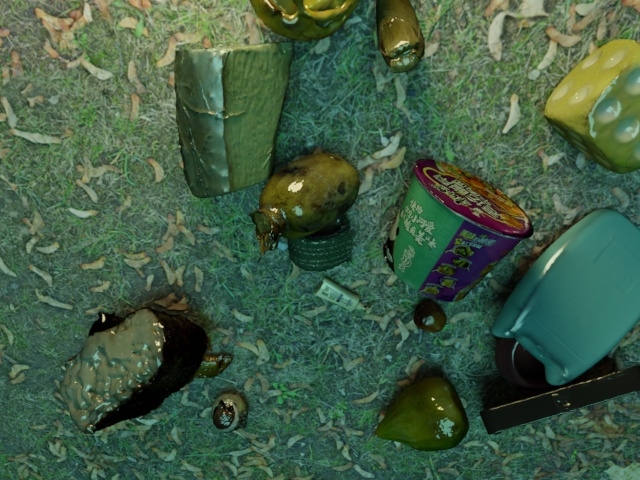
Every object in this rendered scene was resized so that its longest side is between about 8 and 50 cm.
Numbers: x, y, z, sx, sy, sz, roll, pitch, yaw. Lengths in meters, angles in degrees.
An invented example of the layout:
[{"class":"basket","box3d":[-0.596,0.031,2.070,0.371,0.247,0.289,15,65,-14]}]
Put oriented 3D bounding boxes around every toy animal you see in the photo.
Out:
[{"class":"toy animal","box3d":[-0.233,0.469,1.187,0.098,0.098,0.137,-17,111,11]}]

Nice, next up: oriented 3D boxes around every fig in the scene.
[{"class":"fig","box3d":[0.260,0.434,1.111,0.167,0.167,0.233,29,135,-8]}]

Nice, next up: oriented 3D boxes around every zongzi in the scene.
[{"class":"zongzi","box3d":[0.127,-0.379,0.770,0.079,0.160,0.176,-15,112,15]}]

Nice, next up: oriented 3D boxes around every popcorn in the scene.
[{"class":"popcorn","box3d":[-0.020,-0.461,0.731,0.251,0.190,0.249,0,103,1]}]

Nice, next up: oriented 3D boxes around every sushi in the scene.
[{"class":"sushi","box3d":[-0.436,0.283,1.064,0.349,0.208,0.234,-35,66,16]}]

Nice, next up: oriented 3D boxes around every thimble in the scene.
[{"class":"thimble","box3d":[-0.002,-0.001,0.958,0.135,0.118,0.090,-9,128,-10]}]

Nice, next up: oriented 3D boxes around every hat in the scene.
[{"class":"hat","box3d":[0.500,0.252,1.045,0.206,0.089,0.205,0,101,-2]}]

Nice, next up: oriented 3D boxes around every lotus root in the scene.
[{"class":"lotus root","box3d":[-0.040,-0.075,0.862,0.154,0.278,0.154,33,143,28]}]

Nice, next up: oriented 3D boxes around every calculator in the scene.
[{"class":"calculator","box3d":[0.565,0.114,0.961,0.256,0.054,0.386,41,90,-7]}]

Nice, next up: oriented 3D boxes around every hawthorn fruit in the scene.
[{"class":"hawthorn fruit","box3d":[0.253,0.178,1.047,0.077,0.077,0.077,1,113,3]}]

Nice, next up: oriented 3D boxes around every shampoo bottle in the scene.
[{"class":"shampoo bottle","box3d":[0.056,0.136,1.060,0.141,0.034,0.048,29,105,-9]}]

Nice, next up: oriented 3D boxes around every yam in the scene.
[{"class":"yam","box3d":[-0.168,-0.223,0.841,0.202,0.203,0.271,22,122,42]}]

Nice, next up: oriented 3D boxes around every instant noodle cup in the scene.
[{"class":"instant noodle cup","box3d":[0.247,-0.013,0.885,0.251,0.251,0.190,23,121,-6]}]

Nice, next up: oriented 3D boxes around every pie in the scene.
[{"class":"pie","box3d":[-0.319,0.325,1.167,0.191,0.033,0.088,5,120,3]}]

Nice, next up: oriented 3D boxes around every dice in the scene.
[{"class":"dice","box3d":[0.523,-0.233,0.798,0.169,0.169,0.166,35,111,-11]}]

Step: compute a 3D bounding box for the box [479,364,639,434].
[{"class":"box","box3d":[0.552,0.375,1.050,0.350,0.058,0.211,-24,152,14]}]
